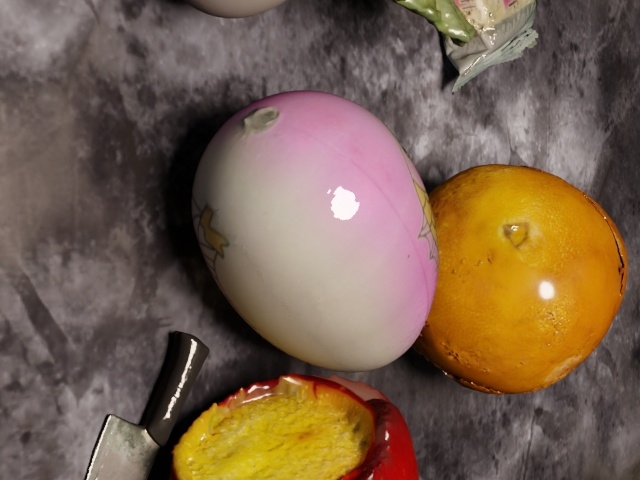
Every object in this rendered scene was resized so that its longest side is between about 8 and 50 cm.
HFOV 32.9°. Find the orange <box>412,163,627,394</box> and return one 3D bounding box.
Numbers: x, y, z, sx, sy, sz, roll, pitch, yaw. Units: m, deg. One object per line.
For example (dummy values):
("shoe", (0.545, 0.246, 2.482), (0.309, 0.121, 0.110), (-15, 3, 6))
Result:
("orange", (0.191, 0.038, 1.126), (0.240, 0.240, 0.239), (-2, 93, -53))

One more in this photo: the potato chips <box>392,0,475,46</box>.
("potato chips", (0.067, -0.360, 0.934), (0.373, 0.097, 0.389), (-77, 159, -65))

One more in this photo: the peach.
("peach", (-0.021, 0.199, 0.885), (0.226, 0.196, 0.189), (31, 33, -52))

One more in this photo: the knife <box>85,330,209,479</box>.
("knife", (-0.153, 0.172, 0.846), (0.060, 0.028, 0.230), (36, 65, -34))

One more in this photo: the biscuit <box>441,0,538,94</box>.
("biscuit", (0.173, -0.341, 1.220), (0.186, 0.079, 0.309), (-36, 118, -45))

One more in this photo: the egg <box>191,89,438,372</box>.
("egg", (0.000, 0.000, 0.908), (0.196, 0.196, 0.271), (-61, 154, -32))

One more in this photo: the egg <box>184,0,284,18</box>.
("egg", (-0.058, -0.269, 0.850), (0.146, 0.147, 0.198), (41, 60, -46))
